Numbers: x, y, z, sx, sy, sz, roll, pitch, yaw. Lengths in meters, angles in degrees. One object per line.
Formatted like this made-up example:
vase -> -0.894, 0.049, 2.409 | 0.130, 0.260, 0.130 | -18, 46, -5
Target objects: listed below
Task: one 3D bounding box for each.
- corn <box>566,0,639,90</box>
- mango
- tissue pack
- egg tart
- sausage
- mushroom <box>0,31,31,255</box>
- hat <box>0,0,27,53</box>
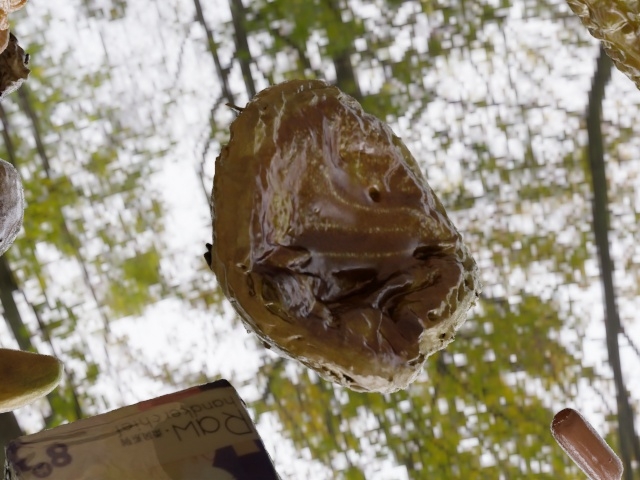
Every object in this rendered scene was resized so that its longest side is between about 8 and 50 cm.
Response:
corn -> 0.161, -0.173, 0.744 | 0.120, 0.363, 0.120 | -35, -148, 26
mango -> -0.456, 0.200, 2.072 | 0.187, 0.066, 0.101 | -6, -129, -29
tissue pack -> -0.125, 0.303, 1.303 | 0.242, 0.125, 0.344 | -13, -127, -27
egg tart -> 0.000, 0.000, 1.448 | 0.153, 0.339, 0.351 | -26, -160, 37
sausage -> 0.231, 0.181, 1.245 | 0.034, 0.083, 0.034 | -36, -161, 14
mushroom -> -0.522, -0.086, 1.827 | 0.334, 0.356, 0.331 | -5, -157, -17
hat -> -0.372, -0.346, 1.656 | 0.233, 0.244, 0.233 | -25, -147, 27
